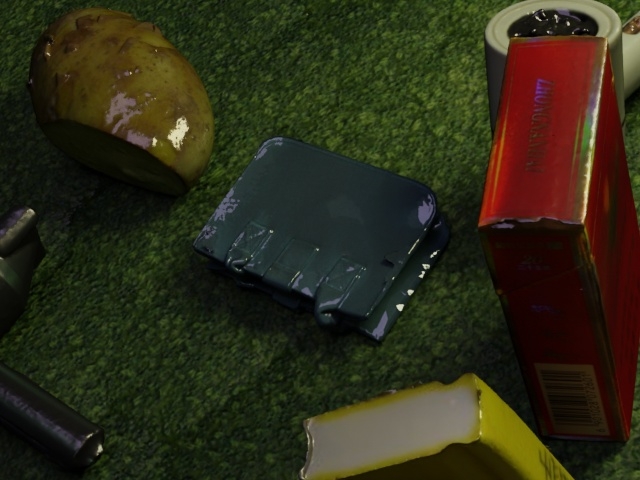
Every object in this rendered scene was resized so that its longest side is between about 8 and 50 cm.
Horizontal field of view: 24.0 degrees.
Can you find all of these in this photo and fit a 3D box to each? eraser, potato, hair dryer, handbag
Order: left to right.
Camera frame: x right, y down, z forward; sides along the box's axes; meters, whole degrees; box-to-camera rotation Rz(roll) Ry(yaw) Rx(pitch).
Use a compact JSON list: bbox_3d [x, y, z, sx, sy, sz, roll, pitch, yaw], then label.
[{"bbox_3d":[-0.304,0.112,1.530,0.302,0.116,0.244,30,67,24],"label":"hair dryer"},{"bbox_3d":[-0.225,-0.157,1.678,0.176,0.141,0.298,-43,49,-3],"label":"potato"},{"bbox_3d":[0.000,0.000,1.521,0.229,0.062,0.179,20,65,32],"label":"handbag"},{"bbox_3d":[0.104,0.195,1.200,0.158,0.226,0.069,-19,50,22],"label":"eraser"},{"bbox_3d":[0.298,-0.178,1.489,0.128,0.203,0.362,20,45,36],"label":"hair dryer"}]

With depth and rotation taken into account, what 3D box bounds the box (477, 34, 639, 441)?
[{"bbox_3d":[0.209,0.006,1.262,0.089,0.313,0.197,1,53,19],"label":"box"}]
